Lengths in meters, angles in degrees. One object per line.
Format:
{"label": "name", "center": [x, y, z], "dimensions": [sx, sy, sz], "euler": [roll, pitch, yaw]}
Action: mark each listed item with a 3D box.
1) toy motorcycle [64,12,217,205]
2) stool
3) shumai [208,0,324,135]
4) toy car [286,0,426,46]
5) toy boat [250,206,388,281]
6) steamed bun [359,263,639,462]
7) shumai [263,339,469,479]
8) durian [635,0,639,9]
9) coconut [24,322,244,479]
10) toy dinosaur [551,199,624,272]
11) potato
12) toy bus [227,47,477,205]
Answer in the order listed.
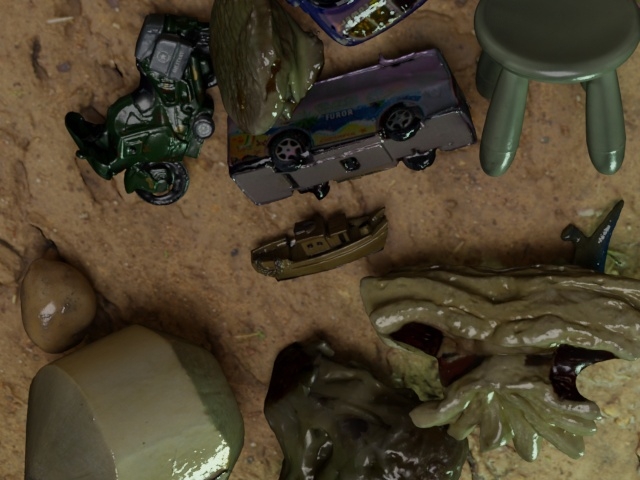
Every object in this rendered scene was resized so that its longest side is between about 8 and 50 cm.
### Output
{"label": "toy motorcycle", "center": [-0.231, -0.178, 1.650], "dimensions": [0.187, 0.125, 0.275], "euler": [17, 117, -16]}
{"label": "stool", "center": [0.285, -0.206, 1.534], "dimensions": [0.195, 0.195, 0.199], "euler": [-1, 143, 5]}
{"label": "shumai", "center": [-0.056, -0.222, 1.516], "dimensions": [0.120, 0.201, 0.201], "euler": [-10, 121, -21]}
{"label": "toy car", "center": [0.066, -0.350, 1.516], "dimensions": [0.235, 0.172, 0.158], "euler": [-32, 128, 16]}
{"label": "toy boat", "center": [0.000, 0.000, 1.751], "dimensions": [0.206, 0.064, 0.072], "euler": [-19, 132, 13]}
{"label": "steamed bun", "center": [0.263, 0.171, 1.723], "dimensions": [0.428, 0.189, 0.247], "euler": [4, 140, 11]}
{"label": "shumai", "center": [0.028, 0.308, 1.833], "dimensions": [0.346, 0.217, 0.283], "euler": [-29, 113, 21]}
{"label": "durian", "center": [0.414, -0.330, 1.520], "dimensions": [0.186, 0.108, 0.119], "euler": [33, 116, -13]}
{"label": "coconut", "center": [-0.280, 0.277, 1.778], "dimensions": [0.323, 0.323, 0.323], "euler": [2, 118, 3]}
{"label": "toy dinosaur", "center": [0.386, 0.069, 1.778], "dimensions": [0.188, 0.075, 0.248], "euler": [34, 110, -23]}
{"label": "potato", "center": [-0.380, 0.095, 1.815], "dimensions": [0.112, 0.112, 0.147], "euler": [2, 122, 3]}
{"label": "toy bus", "center": [0.038, -0.147, 1.622], "dimensions": [0.317, 0.138, 0.112], "euler": [-14, 151, 13]}
